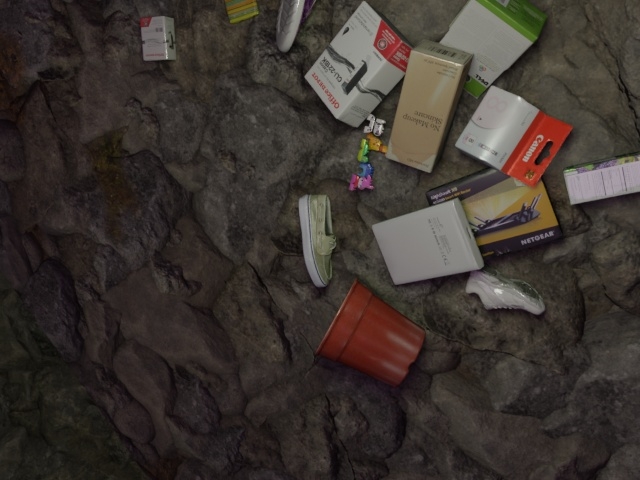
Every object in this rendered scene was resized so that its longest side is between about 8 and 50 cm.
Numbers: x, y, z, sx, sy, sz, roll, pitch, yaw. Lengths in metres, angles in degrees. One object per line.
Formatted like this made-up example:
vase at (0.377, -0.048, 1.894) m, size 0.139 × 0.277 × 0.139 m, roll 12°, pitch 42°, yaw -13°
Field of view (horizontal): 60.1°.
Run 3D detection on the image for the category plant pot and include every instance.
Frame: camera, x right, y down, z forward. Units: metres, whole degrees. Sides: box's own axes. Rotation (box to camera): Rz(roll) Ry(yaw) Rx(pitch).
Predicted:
plant pot at (0.160, 0.297, 1.695) m, size 0.265 × 0.272 × 0.272 m, roll 29°, pitch 112°, yaw 4°

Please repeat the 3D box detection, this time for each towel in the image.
towel at (-0.260, -0.805, 1.714) m, size 0.102 × 0.021 × 0.237 m, roll -10°, pitch 98°, yaw 19°

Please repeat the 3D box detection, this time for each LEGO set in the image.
LEGO set at (0.166, -0.251, 1.641) m, size 0.093 × 0.087 × 0.227 m, roll 17°, pitch 102°, yaw 15°

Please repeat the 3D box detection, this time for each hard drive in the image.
hard drive at (0.303, 0.011, 1.606) m, size 0.307 × 0.040 × 0.203 m, roll -17°, pitch 97°, yaw 49°

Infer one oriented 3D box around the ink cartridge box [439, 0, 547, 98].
ink cartridge box at (0.421, -0.521, 1.439) m, size 0.189 × 0.097 × 0.255 m, roll 34°, pitch 152°, yaw -5°

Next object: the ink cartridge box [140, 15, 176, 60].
ink cartridge box at (-0.538, -0.668, 1.840) m, size 0.099 × 0.056 × 0.135 m, roll 5°, pitch 104°, yaw 22°

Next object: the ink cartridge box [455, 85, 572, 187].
ink cartridge box at (0.501, -0.276, 1.453) m, size 0.232 × 0.066 × 0.189 m, roll 36°, pitch 99°, yaw 34°

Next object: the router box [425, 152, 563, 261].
router box at (0.483, -0.080, 1.551) m, size 0.309 × 0.081 × 0.243 m, roll -21°, pitch 94°, yaw 25°

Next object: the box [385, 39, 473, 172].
box at (0.288, -0.358, 1.491) m, size 0.148 × 0.121 × 0.311 m, roll 21°, pitch 129°, yaw 16°

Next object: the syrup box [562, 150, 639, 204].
syrup box at (0.754, -0.165, 1.412) m, size 0.237 × 0.093 × 0.096 m, roll -12°, pitch 98°, yaw 25°

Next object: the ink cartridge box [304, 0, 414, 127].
ink cartridge box at (0.111, -0.487, 1.553) m, size 0.273 × 0.114 × 0.197 m, roll -47°, pitch 60°, yaw 25°

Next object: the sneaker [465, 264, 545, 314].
sneaker at (0.528, 0.161, 1.600) m, size 0.232 × 0.090 × 0.115 m, roll 30°, pitch 119°, yaw 23°

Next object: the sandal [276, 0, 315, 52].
sandal at (-0.035, -0.745, 1.584) m, size 0.102 × 0.169 × 0.416 m, roll 7°, pitch 110°, yaw -21°

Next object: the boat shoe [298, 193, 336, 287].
boat shoe at (0.000, 0.000, 1.759) m, size 0.094 × 0.109 × 0.302 m, roll -8°, pitch 97°, yaw 22°
